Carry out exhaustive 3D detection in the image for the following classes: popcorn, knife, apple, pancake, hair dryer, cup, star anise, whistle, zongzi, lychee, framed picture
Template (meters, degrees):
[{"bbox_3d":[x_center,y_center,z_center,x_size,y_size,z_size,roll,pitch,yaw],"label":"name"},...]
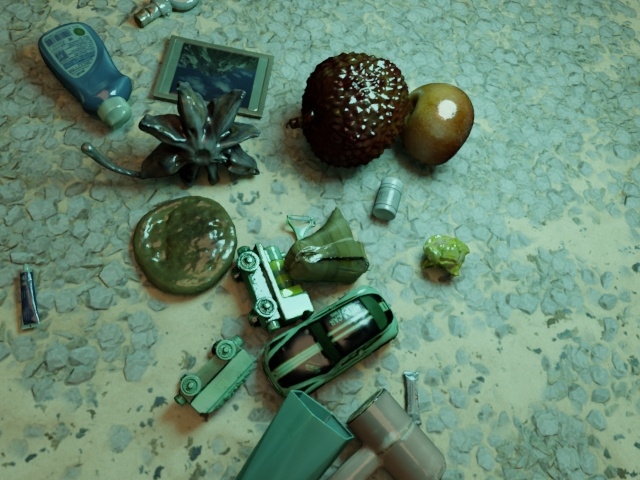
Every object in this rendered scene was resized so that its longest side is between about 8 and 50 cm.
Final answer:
[{"bbox_3d":[0.290,0.031,1.164,0.109,0.089,0.097,-17,35,-24],"label":"popcorn"},{"bbox_3d":[-0.037,0.019,1.148,0.078,0.022,0.166,1,67,-23],"label":"knife"},{"bbox_3d":[0.275,-0.292,1.232,0.162,0.201,0.201,25,65,-13],"label":"apple"},{"bbox_3d":[-0.300,0.001,1.099,0.241,0.050,0.242,2,63,-4],"label":"pancake"},{"bbox_3d":[0.059,0.468,0.950,0.344,0.107,0.189,-40,80,-12],"label":"hair dryer"},{"bbox_3d":[-0.066,0.405,0.905,0.134,0.148,0.236,37,86,25],"label":"cup"},{"bbox_3d":[-0.289,-0.234,1.113,0.359,0.316,0.139,26,24,-38],"label":"star anise"},{"bbox_3d":[-0.410,-0.649,1.356,0.107,0.057,0.220,45,72,-4],"label":"whistle"},{"bbox_3d":[0.000,0.000,1.111,0.194,0.099,0.197,3,56,-36],"label":"zongzi"},{"bbox_3d":[0.066,-0.301,1.170,0.300,0.264,0.264,-19,72,-14],"label":"lychee"},{"bbox_3d":[-0.272,-0.425,1.300,0.281,0.019,0.209,8,67,-6],"label":"framed picture"}]

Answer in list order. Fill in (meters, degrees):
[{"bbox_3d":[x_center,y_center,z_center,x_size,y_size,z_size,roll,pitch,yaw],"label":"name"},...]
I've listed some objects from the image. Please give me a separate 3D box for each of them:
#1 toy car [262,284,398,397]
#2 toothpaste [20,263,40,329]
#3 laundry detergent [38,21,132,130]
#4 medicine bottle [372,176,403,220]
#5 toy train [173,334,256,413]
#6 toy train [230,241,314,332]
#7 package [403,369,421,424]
[{"bbox_3d":[0.028,0.201,1.028,0.305,0.125,0.136,-28,75,-20],"label":"toy car"},{"bbox_3d":[-0.598,0.113,1.023,0.037,0.021,0.140,-14,72,-7],"label":"toothpaste"},{"bbox_3d":[-0.547,-0.388,1.209,0.143,0.094,0.290,-32,79,-26],"label":"laundry detergent"},{"bbox_3d":[0.164,-0.101,1.210,0.058,0.058,0.091,19,66,-1],"label":"medicine bottle"},{"bbox_3d":[-0.206,0.270,0.995,0.099,0.070,0.172,45,68,-1],"label":"toy train"},{"bbox_3d":[-0.109,0.095,1.079,0.132,0.083,0.200,-14,70,-26],"label":"toy train"},{"bbox_3d":[0.193,0.331,1.057,0.037,0.015,0.110,5,68,-7],"label":"package"}]
